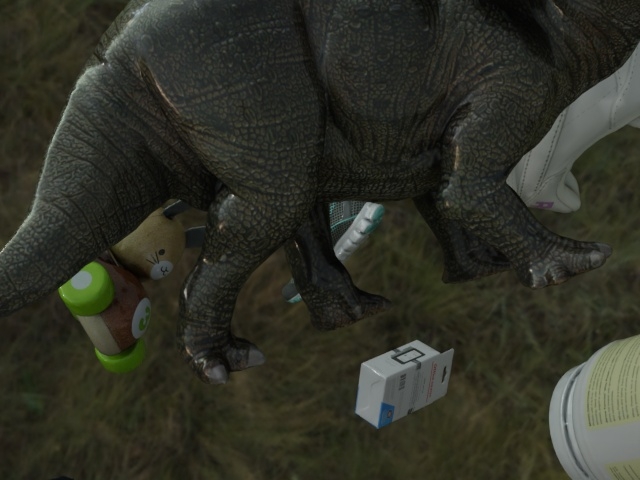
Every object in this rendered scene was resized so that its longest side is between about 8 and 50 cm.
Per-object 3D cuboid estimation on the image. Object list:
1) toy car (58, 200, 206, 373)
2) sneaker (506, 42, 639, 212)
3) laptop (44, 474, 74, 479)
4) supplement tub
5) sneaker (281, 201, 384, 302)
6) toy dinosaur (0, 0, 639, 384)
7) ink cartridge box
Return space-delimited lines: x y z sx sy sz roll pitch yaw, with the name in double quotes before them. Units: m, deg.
"toy car" -0.184 0.021 1.143 0.188 0.155 0.149 -31 58 -13
"sneaker" 0.144 -0.147 0.552 0.152 0.305 0.114 23 34 -4
"laptop" -0.327 0.374 1.160 0.136 0.264 0.234 -17 90 -28
"supplement tub" 0.490 0.230 1.453 0.235 0.325 0.236 11 68 -29
"sneaker" 0.000 0.000 1.228 0.076 0.166 0.065 43 26 6
"toy dinosaur" 0.004 -0.048 0.383 0.313 0.121 0.160 -16 93 1
"ink cartridge box" 0.068 0.112 0.874 0.083 0.048 0.028 -16 33 -41
